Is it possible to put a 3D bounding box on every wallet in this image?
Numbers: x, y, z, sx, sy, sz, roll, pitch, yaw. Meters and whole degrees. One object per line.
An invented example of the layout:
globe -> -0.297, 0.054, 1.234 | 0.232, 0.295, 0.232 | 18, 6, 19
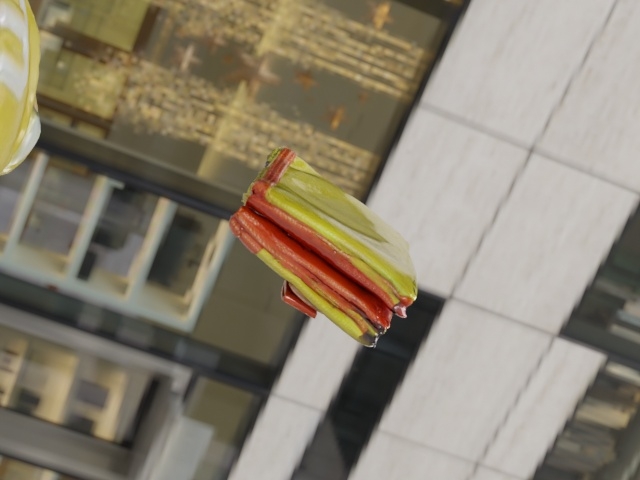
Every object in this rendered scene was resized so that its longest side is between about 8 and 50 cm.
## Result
wallet -> 0.000, 0.000, 1.042 | 0.067, 0.141, 0.241 | -52, -177, 9

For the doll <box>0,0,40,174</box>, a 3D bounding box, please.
doll -> -0.253, -0.142, 0.828 | 0.423, 0.161, 0.348 | -105, -165, -63
